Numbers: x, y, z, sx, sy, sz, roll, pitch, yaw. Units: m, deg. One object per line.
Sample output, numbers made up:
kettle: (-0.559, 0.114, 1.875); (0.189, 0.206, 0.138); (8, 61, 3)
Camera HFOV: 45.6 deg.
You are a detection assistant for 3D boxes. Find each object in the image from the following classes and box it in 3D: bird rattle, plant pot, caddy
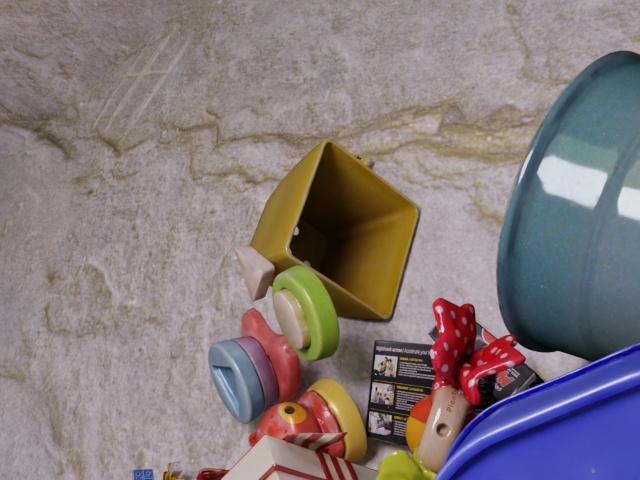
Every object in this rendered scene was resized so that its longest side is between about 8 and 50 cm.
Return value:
bird rattle: (0.124, 0.192, 0.806); (0.143, 0.207, 0.253); (10, 78, 8)
plant pot: (0.405, 0.013, 0.724); (0.334, 0.341, 0.341); (24, 76, 44)
caddy: (0.243, 0.218, 0.594); (0.341, 0.179, 0.241); (-28, 75, 18)
plant pot: (0.000, 0.000, 1.220); (0.187, 0.212, 0.212); (-18, 45, 49)

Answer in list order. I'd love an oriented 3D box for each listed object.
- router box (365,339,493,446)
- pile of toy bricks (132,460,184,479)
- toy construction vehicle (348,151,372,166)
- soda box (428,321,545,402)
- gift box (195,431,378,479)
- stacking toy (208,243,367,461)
router box: (0.136, 0.199, 0.974); (0.179, 0.046, 0.133); (-4, 77, 52)
pile of toy bricks: (-0.254, 0.451, 1.152); (0.105, 0.118, 0.212); (-61, 35, 39)
toy construction vehicle: (0.049, -0.125, 1.414); (0.098, 0.035, 0.086); (13, 56, 46)
soda box: (0.215, 0.155, 0.984); (0.060, 0.053, 0.169); (-47, 38, 1)
gift box: (-0.005, 0.372, 0.850); (0.276, 0.255, 0.258); (-45, 39, 13)
stacking toy: (-0.085, 0.169, 1.070); (0.131, 0.279, 0.309); (-20, 23, -28)
